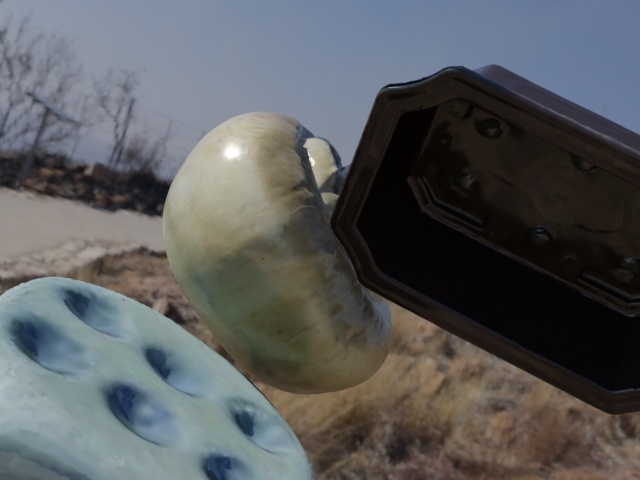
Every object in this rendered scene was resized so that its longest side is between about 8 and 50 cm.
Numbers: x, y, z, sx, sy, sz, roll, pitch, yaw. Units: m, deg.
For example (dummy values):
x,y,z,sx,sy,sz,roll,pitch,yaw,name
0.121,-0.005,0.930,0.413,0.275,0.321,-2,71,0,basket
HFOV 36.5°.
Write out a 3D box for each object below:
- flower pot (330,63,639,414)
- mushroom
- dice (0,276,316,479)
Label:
x,y,z,sx,sy,sz,roll,pitch,yaw,name
0.143,-0.012,0.595,0.250,0.179,0.084,27,43,7,flower pot
0.000,0.000,0.845,0.234,0.254,0.260,-25,-9,11,mushroom
-0.176,0.204,0.681,0.268,0.262,0.264,38,12,-1,dice
